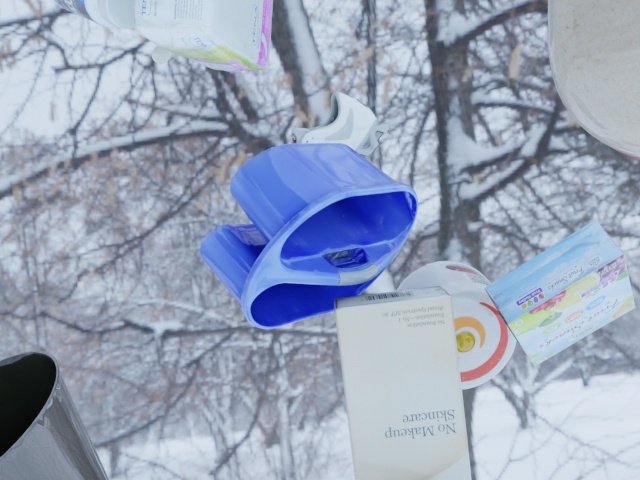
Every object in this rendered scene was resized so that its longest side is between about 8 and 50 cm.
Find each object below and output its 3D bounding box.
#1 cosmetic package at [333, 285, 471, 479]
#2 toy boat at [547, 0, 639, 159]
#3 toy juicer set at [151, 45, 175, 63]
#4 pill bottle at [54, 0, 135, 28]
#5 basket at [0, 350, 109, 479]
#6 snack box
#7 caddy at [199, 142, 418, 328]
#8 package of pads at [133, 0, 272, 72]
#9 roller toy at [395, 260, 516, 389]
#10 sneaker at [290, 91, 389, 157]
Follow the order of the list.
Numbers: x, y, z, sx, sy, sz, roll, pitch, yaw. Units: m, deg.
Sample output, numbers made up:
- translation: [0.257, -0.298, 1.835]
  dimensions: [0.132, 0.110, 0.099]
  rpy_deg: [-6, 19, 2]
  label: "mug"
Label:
- translation: [0.112, 0.227, 1.133]
  dimensions: [0.160, 0.309, 0.113]
  rpy_deg: [-8, 3, 1]
  label: "cosmetic package"
- translation: [0.231, -0.160, 0.503]
  dimensions: [0.151, 0.231, 0.151]
  rpy_deg: [-1, 2, -44]
  label: "toy boat"
- translation: [-0.299, -0.405, 1.327]
  dimensions: [0.089, 0.209, 0.329]
  rpy_deg: [-35, -52, 14]
  label: "toy juicer set"
- translation: [-0.282, -0.318, 1.057]
  dimensions: [0.137, 0.078, 0.078]
  rpy_deg: [29, 17, 37]
  label: "pill bottle"
- translation: [-0.257, 0.248, 0.740]
  dimensions: [0.154, 0.227, 0.204]
  rpy_deg: [-15, 26, 15]
  label: "basket"
- translation: [0.339, 0.080, 1.152]
  dimensions: [0.174, 0.070, 0.207]
  rpy_deg: [-33, -32, 8]
  label: "snack box"
- translation: [0.000, 0.000, 1.176]
  dimensions: [0.341, 0.179, 0.241]
  rpy_deg: [-10, -43, -51]
  label: "caddy"
- translation: [-0.135, -0.336, 1.032]
  dimensions: [0.101, 0.229, 0.296]
  rpy_deg: [5, 3, 10]
  label: "package of pads"
- translation: [0.217, 0.139, 1.362]
  dimensions: [0.191, 0.209, 0.146]
  rpy_deg: [-26, 20, 0]
  label: "roller toy"
- translation: [-0.023, -0.136, 1.566]
  dimensions: [0.146, 0.330, 0.122]
  rpy_deg: [39, -10, -17]
  label: "sneaker"
